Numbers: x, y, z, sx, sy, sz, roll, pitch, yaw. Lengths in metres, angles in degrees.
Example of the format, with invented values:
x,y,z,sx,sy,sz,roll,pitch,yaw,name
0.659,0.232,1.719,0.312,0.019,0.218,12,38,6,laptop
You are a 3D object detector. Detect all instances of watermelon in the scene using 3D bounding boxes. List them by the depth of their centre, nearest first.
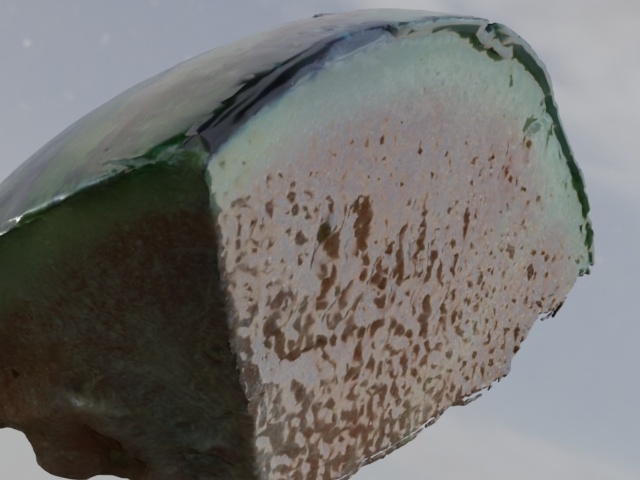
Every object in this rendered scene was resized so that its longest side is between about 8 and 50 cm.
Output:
x,y,z,sx,sy,sz,roll,pitch,yaw,name
-0.007,-0.021,0.541,0.128,0.231,0.146,43,-45,21,watermelon
